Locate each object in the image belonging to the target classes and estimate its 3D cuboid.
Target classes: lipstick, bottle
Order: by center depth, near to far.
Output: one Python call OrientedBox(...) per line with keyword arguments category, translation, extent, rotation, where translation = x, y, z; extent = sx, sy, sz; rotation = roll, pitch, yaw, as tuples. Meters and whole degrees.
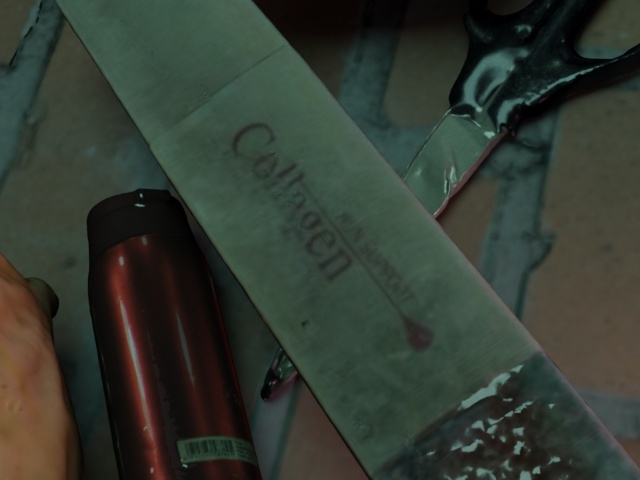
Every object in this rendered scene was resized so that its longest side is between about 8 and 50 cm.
OrientedBox(category="lipstick", translation=(0.000, 0.000, 0.568), extent=(0.076, 0.080, 0.371), rotation=(-35, 54, -2))
OrientedBox(category="bottle", translation=(-0.064, 0.052, 0.588), extent=(0.060, 0.060, 0.164), rotation=(-17, 58, 2))

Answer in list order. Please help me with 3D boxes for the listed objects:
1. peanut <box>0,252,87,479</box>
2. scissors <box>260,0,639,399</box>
OrientedBox(category="peanut", translation=(-0.179, 0.129, 0.515), extent=(0.159, 0.143, 0.291), rotation=(19, 68, 32))
OrientedBox(category="scissors", translation=(0.064, -0.047, 0.639), extent=(0.109, 0.022, 0.300), rotation=(29, 70, 29))
